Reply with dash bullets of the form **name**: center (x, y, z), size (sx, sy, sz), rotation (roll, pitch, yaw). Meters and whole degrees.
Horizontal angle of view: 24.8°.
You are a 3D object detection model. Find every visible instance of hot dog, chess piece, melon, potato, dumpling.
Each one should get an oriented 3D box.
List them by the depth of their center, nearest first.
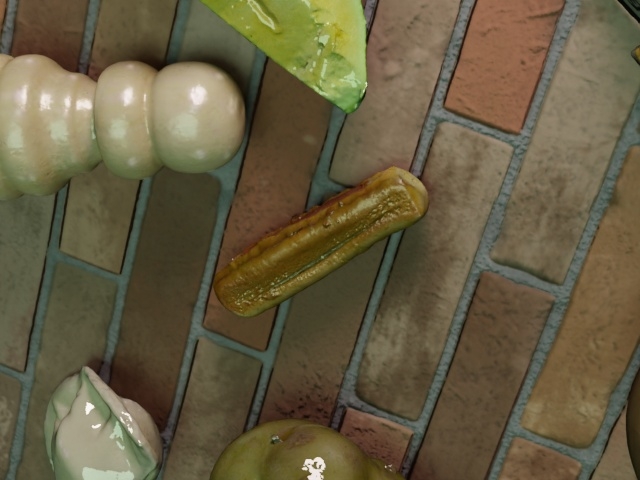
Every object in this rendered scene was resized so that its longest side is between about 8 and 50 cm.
- **melon**: center (-0.066, -0.269, 1.494), size (0.196, 0.124, 0.323), rotation (-33, 111, 36)
- **chess piece**: center (-0.230, -0.128, 1.604), size (0.300, 0.167, 0.167), rotation (0, 116, 14)
- **hot dog**: center (0.000, 0.003, 1.641), size (0.286, 0.061, 0.087), rotation (-25, 109, 26)
- **potato**: center (0.022, 0.356, 1.733), size (0.351, 0.202, 0.218), rotation (40, 133, -13)
- **dumpling**: center (-0.288, 0.258, 1.848), size (0.179, 0.131, 0.252), rotation (54, 143, 10)

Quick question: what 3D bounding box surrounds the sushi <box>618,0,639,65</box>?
- **sushi**: center (0.369, -0.106, 1.303), size (0.064, 0.343, 0.359), rotation (-44, 97, 4)

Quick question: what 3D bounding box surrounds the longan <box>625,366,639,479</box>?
- **longan**: center (0.456, 0.199, 1.468), size (0.300, 0.300, 0.243), rotation (11, 162, 13)
